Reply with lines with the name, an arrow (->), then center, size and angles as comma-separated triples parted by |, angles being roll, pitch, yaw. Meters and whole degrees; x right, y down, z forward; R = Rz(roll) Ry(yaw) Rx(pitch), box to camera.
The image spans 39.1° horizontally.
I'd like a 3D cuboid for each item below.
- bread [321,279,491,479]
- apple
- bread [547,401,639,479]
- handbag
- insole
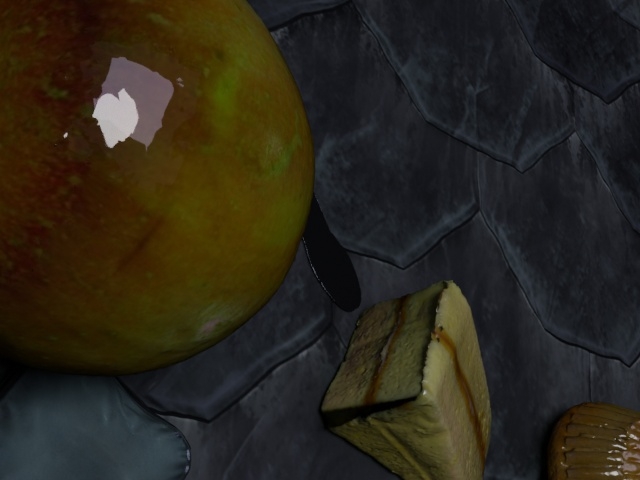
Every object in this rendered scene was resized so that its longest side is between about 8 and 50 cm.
bread -> 0.158, 0.189, 1.036 | 0.264, 0.163, 0.167 | 38, 50, -23
apple -> -0.184, -0.079, 0.742 | 0.374, 0.374, 0.384 | -2, 45, -41
bread -> 0.400, 0.327, 1.201 | 0.240, 0.139, 0.240 | 21, 56, -33
handbag -> -0.242, 0.237, 0.735 | 0.191, 0.075, 0.332 | 49, 44, -16
insole -> 0.000, 0.000, 1.090 | 0.064, 0.004, 0.188 | -22, 87, -44
